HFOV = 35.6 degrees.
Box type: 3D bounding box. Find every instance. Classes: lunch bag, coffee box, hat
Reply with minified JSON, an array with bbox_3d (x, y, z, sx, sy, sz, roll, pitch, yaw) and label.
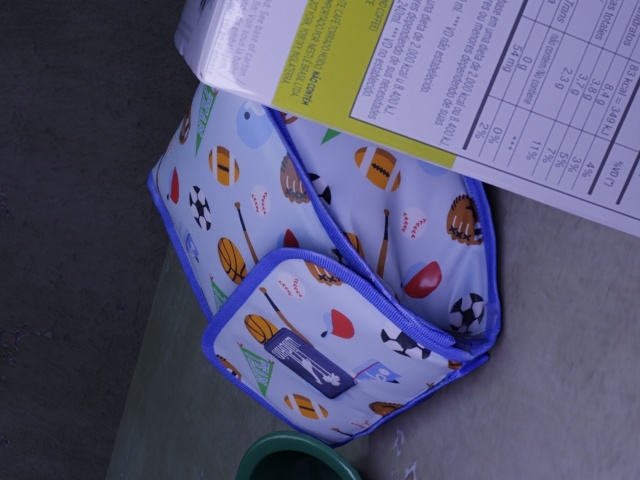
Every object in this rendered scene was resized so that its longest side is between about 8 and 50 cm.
[{"bbox_3d":[0.000,0.000,1.014,0.385,0.239,0.328,65,149,14],"label":"lunch bag"},{"bbox_3d":[0.111,-0.233,0.707,0.337,0.334,0.338,-123,52,-71],"label":"coffee box"},{"bbox_3d":[0.018,0.274,1.129,0.209,0.183,0.173,15,105,32],"label":"hat"}]

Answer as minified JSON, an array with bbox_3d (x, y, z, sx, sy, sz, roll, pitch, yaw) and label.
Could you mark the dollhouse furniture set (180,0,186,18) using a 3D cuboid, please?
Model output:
[{"bbox_3d":[-0.186,-0.317,1.971,0.394,0.257,0.362,123,157,-48],"label":"dollhouse furniture set"}]
